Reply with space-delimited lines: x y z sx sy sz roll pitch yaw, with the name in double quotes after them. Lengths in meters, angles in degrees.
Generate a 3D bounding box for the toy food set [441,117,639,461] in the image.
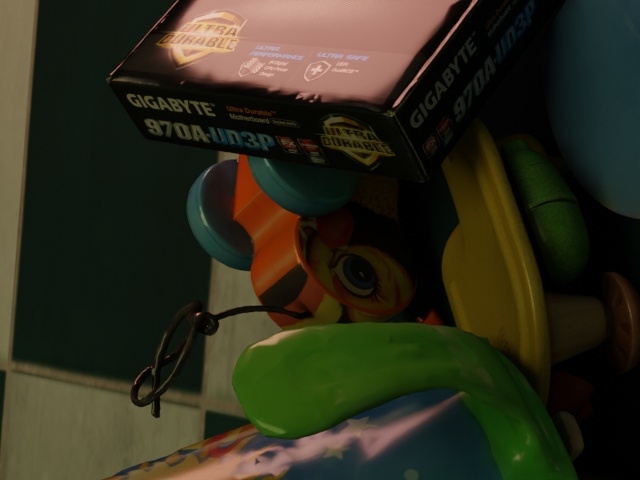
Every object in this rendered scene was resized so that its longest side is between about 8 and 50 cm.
0.118 0.029 0.855 0.128 0.071 0.217 102 158 -57 "toy food set"

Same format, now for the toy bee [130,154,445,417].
0.000 0.000 0.985 0.195 0.162 0.298 -16 47 64 "toy bee"

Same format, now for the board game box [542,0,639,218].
0.173 -0.093 0.810 0.168 0.033 0.133 -62 41 42 "board game box"

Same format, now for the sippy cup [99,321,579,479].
-0.005 0.181 0.805 0.240 0.224 0.305 -165 66 -73 "sippy cup"

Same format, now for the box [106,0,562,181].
0.013 -0.120 0.908 0.220 0.051 0.175 11 54 43 "box"
